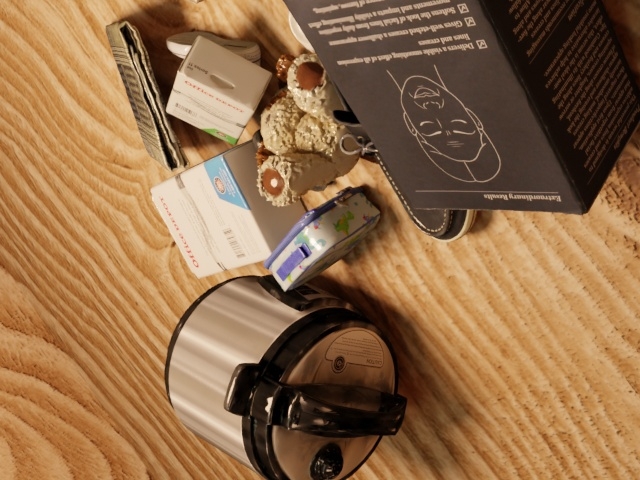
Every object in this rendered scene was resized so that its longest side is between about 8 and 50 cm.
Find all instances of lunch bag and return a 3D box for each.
[{"bbox_3d":[0.000,0.000,1.739,0.090,0.176,0.219,52,144,7],"label":"lunch bag"}]

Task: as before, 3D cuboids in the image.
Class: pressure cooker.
[{"bbox_3d":[-0.050,0.284,1.843,0.420,0.370,0.375,19,136,46],"label":"pressure cooker"}]

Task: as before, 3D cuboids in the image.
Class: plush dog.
[{"bbox_3d":[-0.022,-0.197,1.654,0.225,0.211,0.262,34,111,49],"label":"plush dog"}]

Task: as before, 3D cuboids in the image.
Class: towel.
[{"bbox_3d":[-0.358,-0.301,1.944,0.324,0.056,0.312,-145,36,-68],"label":"towel"}]

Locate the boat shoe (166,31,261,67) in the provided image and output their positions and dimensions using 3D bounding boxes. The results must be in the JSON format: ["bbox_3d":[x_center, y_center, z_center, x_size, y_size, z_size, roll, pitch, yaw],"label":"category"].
[{"bbox_3d":[-0.206,-0.343,1.796,0.226,0.083,0.075,20,129,38],"label":"boat shoe"}]

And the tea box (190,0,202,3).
[{"bbox_3d":[-0.231,-0.607,1.514,0.324,0.220,0.328,33,138,30],"label":"tea box"}]

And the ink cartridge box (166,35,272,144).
[{"bbox_3d":[-0.189,-0.271,1.734,0.153,0.086,0.208,27,163,-9],"label":"ink cartridge box"}]

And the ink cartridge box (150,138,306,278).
[{"bbox_3d":[-0.187,-0.064,1.943,0.307,0.129,0.223,-16,104,52],"label":"ink cartridge box"}]

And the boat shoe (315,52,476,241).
[{"bbox_3d":[0.105,-0.194,1.468,0.187,0.156,0.500,13,135,47],"label":"boat shoe"}]

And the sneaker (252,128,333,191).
[{"bbox_3d":[-0.053,-0.155,1.793,0.170,0.051,0.089,52,144,-2],"label":"sneaker"}]

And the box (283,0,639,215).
[{"bbox_3d":[0.191,-0.244,1.221,0.294,0.212,0.395,4,138,47],"label":"box"}]

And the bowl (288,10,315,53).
[{"bbox_3d":[0.001,-0.365,1.547,0.170,0.080,0.170,28,135,32],"label":"bowl"}]
